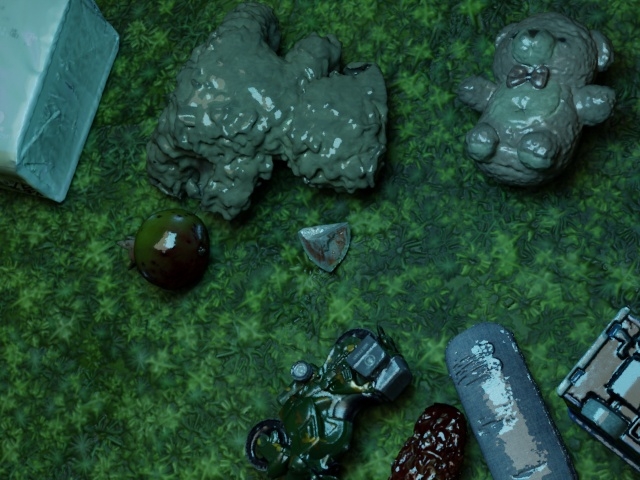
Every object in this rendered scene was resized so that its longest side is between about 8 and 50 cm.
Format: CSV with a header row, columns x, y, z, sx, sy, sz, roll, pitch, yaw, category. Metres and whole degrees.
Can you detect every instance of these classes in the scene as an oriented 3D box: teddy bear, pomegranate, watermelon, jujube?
x,y,z,sx,sy,sz,roll,pitch,yaw,category
-0.063,-0.179,1.709,0.367,0.224,0.357,28,81,9,teddy bear
-0.249,0.020,1.720,0.159,0.129,0.129,-24,67,17,pomegranate
0.316,-0.208,1.596,0.236,0.151,0.267,15,82,28,teddy bear
0.000,0.000,1.677,0.085,0.061,0.085,-2,76,8,watermelon
0.152,0.304,1.507,0.104,0.104,0.166,24,81,23,jujube

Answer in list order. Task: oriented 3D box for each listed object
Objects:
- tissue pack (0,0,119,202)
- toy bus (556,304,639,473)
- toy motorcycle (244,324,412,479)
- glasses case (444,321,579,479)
x,y,z,sx,sy,sz,roll,pitch,yaw,category
-0.592,-0.273,1.884,0.404,0.205,0.332,12,76,22,tissue pack
0.465,0.242,1.374,0.312,0.190,0.152,38,86,25,toy bus
0.025,0.252,1.557,0.275,0.125,0.187,-48,56,-2,toy motorcycle
0.261,0.245,1.509,0.109,0.067,0.283,-26,65,11,glasses case
